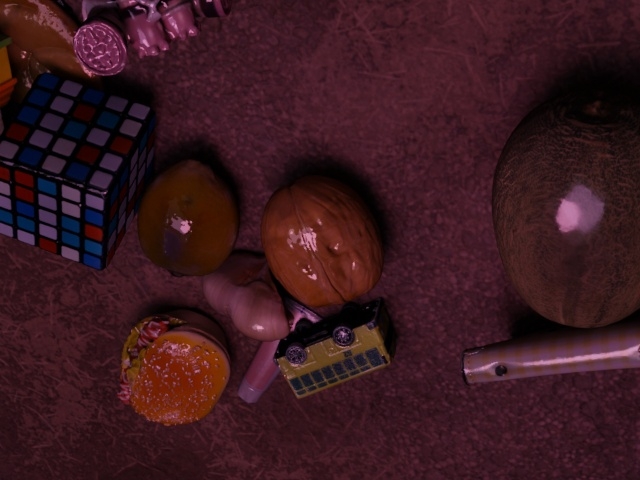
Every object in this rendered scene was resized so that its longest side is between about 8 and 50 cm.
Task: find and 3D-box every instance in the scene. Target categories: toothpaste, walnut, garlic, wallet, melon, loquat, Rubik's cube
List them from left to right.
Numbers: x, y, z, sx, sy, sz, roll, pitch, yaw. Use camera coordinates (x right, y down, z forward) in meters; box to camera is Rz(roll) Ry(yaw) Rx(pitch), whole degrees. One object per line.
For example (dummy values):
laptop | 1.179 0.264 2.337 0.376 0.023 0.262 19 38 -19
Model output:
Rubik's cube | -0.352 -0.099 2.046 0.182 0.184 0.187 20 145 6
loquat | -0.192 -0.035 2.089 0.152 0.152 0.195 15 116 9
garlic | -0.100 0.085 2.132 0.174 0.124 0.099 44 138 46
toothpaste | -0.071 0.173 2.240 0.067 0.043 0.194 32 119 -3
walnut | 0.000 0.000 2.034 0.165 0.165 0.197 -21 112 29
melon | 0.342 -0.037 1.843 0.248 0.248 0.329 8 124 14
wallet | 0.373 0.145 1.968 0.309 0.223 0.077 -9 93 27

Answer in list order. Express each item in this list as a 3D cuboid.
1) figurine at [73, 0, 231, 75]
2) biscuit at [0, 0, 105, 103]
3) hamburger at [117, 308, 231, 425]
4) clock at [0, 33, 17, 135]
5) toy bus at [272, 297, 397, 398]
figurine | -0.263 -0.404 1.824 0.211 0.253 0.361 19 134 27
biscuit | -0.423 -0.275 2.075 0.260 0.041 0.203 36 125 -3
hamburger | -0.232 0.204 2.264 0.173 0.116 0.210 26 126 -1
clock | -0.543 -0.186 2.096 0.220 0.106 0.255 19 129 32
toy bus | 0.027 0.162 2.155 0.175 0.088 0.101 -22 108 19
